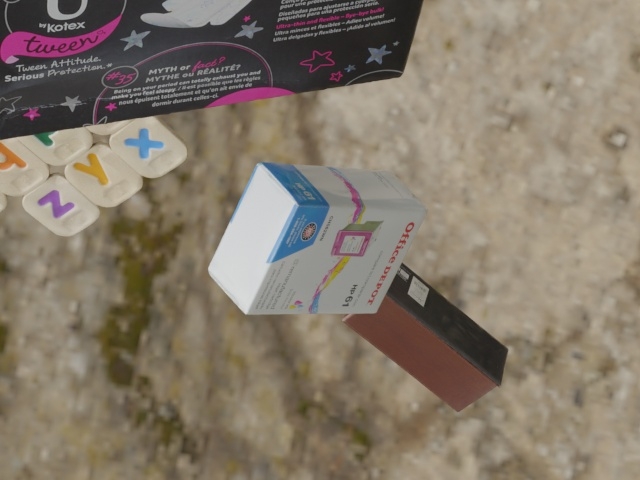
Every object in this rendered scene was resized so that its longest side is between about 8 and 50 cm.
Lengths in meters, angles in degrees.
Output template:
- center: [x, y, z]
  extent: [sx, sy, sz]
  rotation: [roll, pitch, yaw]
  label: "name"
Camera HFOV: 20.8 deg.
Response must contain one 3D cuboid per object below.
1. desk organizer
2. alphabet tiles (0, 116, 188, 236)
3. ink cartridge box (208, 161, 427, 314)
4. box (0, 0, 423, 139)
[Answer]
- center: [0.084, 0.075, 1.384]
  extent: [0.050, 0.130, 0.047]
  rotation: [-39, 19, 36]
  label: "desk organizer"
- center: [-0.268, -0.122, 1.595]
  extent: [0.284, 0.278, 0.021]
  rotation: [-32, 38, 23]
  label: "alphabet tiles"
- center: [0.000, 0.000, 1.153]
  extent: [0.052, 0.122, 0.088]
  rotation: [45, 120, 36]
  label: "ink cartridge box"
- center: [-0.080, -0.174, 0.935]
  extent: [0.142, 0.247, 0.163]
  rotation: [106, 147, -51]
  label: "box"
